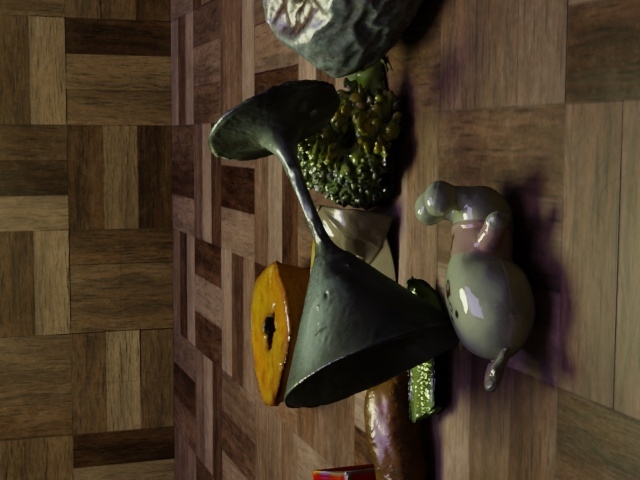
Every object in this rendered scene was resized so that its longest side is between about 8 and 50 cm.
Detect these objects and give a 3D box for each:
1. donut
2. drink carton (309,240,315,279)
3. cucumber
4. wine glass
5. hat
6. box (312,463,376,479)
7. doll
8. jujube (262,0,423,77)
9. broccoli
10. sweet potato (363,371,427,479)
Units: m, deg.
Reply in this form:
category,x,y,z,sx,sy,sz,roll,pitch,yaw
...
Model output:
category,x,y,z,sx,sy,sz,roll,pitch,yaw
donut,-0.058,0.181,2.057,0.303,0.110,0.303,179,90,-73
drink carton,0.019,0.064,1.870,0.084,0.074,0.200,-132,43,-63
cucumber,0.160,0.163,1.523,0.070,0.046,0.220,-175,82,-69
wine glass,0.000,0.000,1.446,0.406,0.267,0.267,66,154,17
hat,0.047,0.036,1.718,0.166,0.144,0.173,169,111,-69
box,0.066,0.396,1.710,0.175,0.112,0.048,147,120,-70
doll,0.207,0.043,1.294,0.155,0.113,0.275,108,148,-68
jujube,0.041,-0.391,1.553,0.247,0.215,0.308,60,145,9
broccoli,0.018,-0.186,1.691,0.242,0.180,0.273,161,106,-71
sweet potato,0.117,0.334,1.589,0.097,0.097,0.292,164,104,-70
